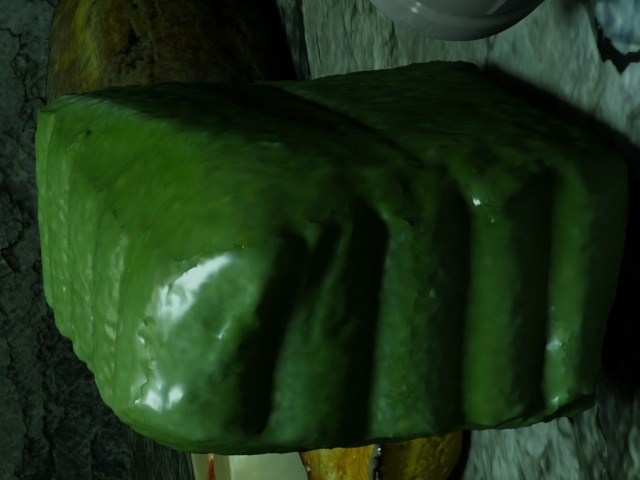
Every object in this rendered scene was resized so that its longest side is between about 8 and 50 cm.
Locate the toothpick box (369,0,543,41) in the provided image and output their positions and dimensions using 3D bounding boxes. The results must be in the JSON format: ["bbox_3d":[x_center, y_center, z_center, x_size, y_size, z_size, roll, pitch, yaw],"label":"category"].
[{"bbox_3d":[0.068,-0.140,0.605,0.149,0.098,0.098,144,119,-76],"label":"toothpick box"}]

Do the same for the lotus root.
[{"bbox_3d":[-0.122,-0.114,1.266,0.397,0.179,0.196,-105,29,-43],"label":"lotus root"}]

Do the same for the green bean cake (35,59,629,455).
[{"bbox_3d":[0.000,0.000,0.700,0.248,0.222,0.125,-139,46,-68],"label":"green bean cake"}]

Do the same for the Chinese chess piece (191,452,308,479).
[{"bbox_3d":[-0.042,0.142,1.230,0.251,0.097,0.250,173,90,-78],"label":"Chinese chess piece"}]

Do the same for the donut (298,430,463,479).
[{"bbox_3d":[0.035,0.087,0.929,0.146,0.078,0.181,-111,25,-45],"label":"donut"}]
